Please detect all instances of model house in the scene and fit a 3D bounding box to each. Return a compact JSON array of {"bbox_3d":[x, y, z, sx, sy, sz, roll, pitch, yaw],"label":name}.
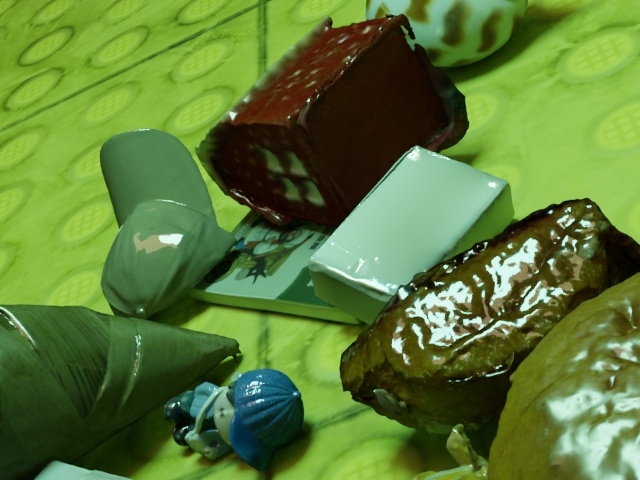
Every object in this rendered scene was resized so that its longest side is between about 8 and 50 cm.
[{"bbox_3d":[-0.006,-0.129,1.543,0.254,0.160,0.196,8,48,50],"label":"model house"}]

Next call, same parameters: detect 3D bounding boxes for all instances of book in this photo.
[{"bbox_3d":[0.000,0.000,1.530,0.264,0.027,0.202,6,46,46],"label":"book"}]

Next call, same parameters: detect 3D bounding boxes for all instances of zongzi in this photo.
[{"bbox_3d":[-0.378,0.238,1.479,0.500,0.467,0.218,-46,49,46],"label":"zongzi"}]

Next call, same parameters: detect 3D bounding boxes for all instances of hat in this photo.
[{"bbox_3d":[-0.205,-0.018,1.574,0.166,0.173,0.144,-28,16,36],"label":"hat"}]

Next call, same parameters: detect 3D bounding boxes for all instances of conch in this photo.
[{"bbox_3d":[0.153,-0.289,1.695,0.275,0.148,0.182,-14,39,31],"label":"conch"}]

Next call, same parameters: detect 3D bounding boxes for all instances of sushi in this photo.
[{"bbox_3d":[0.159,0.072,1.176,0.296,0.179,0.167,-33,47,3],"label":"sushi"}]

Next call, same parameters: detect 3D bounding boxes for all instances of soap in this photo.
[{"bbox_3d":[0.089,-0.001,1.383,0.121,0.063,0.183,25,59,32],"label":"soap"}]

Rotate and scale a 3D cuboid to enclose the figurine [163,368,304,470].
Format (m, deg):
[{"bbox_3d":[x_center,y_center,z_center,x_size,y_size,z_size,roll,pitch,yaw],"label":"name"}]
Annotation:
[{"bbox_3d":[-0.078,0.164,1.325,0.087,0.086,0.149,-24,9,-39],"label":"figurine"}]

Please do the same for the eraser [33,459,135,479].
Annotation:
[{"bbox_3d":[-0.151,0.304,1.165,0.397,0.082,0.213,4,44,45],"label":"eraser"}]

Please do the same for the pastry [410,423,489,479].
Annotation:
[{"bbox_3d":[0.094,0.248,1.005,0.154,0.102,0.250,-11,34,30],"label":"pastry"}]

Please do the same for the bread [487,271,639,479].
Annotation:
[{"bbox_3d":[0.270,0.134,0.942,0.312,0.172,0.312,-21,29,13],"label":"bread"}]
